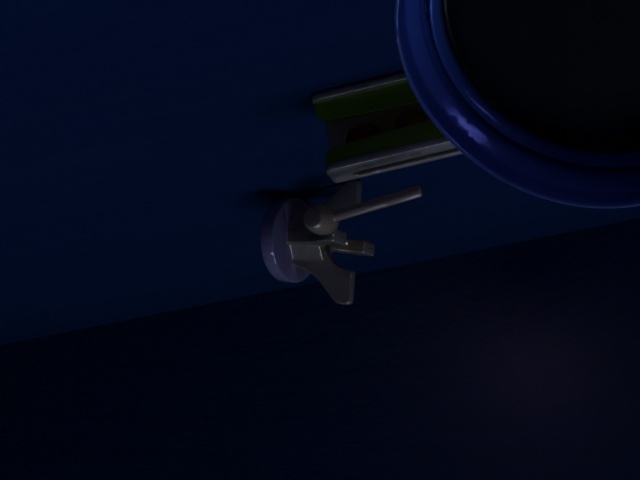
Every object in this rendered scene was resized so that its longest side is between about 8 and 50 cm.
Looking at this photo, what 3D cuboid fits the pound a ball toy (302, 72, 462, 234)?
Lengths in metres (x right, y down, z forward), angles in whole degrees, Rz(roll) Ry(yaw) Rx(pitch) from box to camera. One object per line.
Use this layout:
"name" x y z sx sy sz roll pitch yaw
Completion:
"pound a ball toy" 0.121 -0.136 1.833 0.319 0.208 0.136 -14 169 10

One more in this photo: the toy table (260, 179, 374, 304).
"toy table" 0.000 0.000 2.458 0.161 0.252 0.274 3 -174 20

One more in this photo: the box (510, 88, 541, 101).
"box" 0.324 -0.277 1.342 0.103 0.184 0.261 -2 166 -46

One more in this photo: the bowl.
"bowl" 0.268 -0.212 1.241 0.391 0.391 0.077 -20 -155 43
